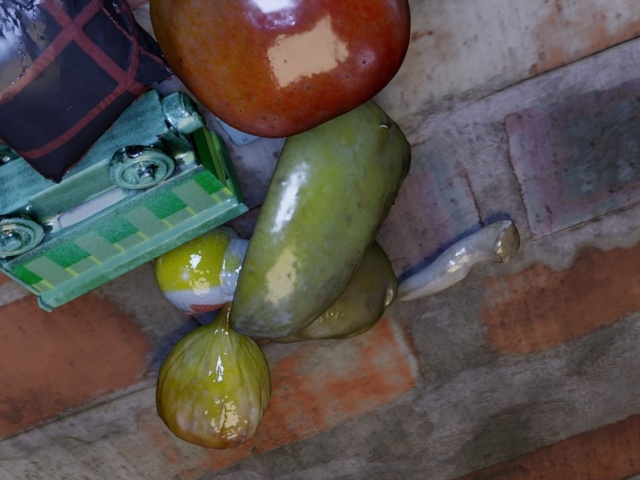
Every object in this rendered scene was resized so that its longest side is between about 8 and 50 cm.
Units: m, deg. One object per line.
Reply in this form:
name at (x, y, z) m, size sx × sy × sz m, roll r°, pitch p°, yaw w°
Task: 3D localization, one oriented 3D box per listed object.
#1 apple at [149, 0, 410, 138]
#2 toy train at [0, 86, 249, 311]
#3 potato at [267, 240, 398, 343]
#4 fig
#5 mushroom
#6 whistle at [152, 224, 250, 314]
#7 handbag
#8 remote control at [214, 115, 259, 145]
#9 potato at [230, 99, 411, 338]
apple at (-0.042, -0.207, 1.163) m, size 0.234 × 0.234 × 0.234 m, roll -12°, pitch 146°, yaw -8°
toy train at (-0.236, -0.053, 1.372) m, size 0.301 × 0.120 × 0.202 m, roll -26°, pitch 149°, yaw 12°
potato at (-0.003, 0.057, 1.623) m, size 0.200 × 0.137 × 0.154 m, roll -4°, pitch 173°, yaw -19°
fig at (-0.131, 0.158, 1.722) m, size 0.159 × 0.159 × 0.257 m, roll -1°, pitch 125°, yaw -23°
mushroom at (0.181, 0.036, 1.748) m, size 0.202 × 0.054 × 0.059 m, roll -30°, pitch 146°, yaw 25°
whistle at (-0.105, 0.039, 1.512) m, size 0.223 × 0.123 × 0.123 m, roll 9°, pitch 151°, yaw 19°
handbag at (-0.249, -0.175, 1.162) m, size 0.169 × 0.155 × 0.215 m, roll -38°, pitch 142°, yaw 4°
remote control at (-0.031, -0.148, 1.407) m, size 0.162 × 0.029 × 0.061 m, roll -24°, pitch 145°, yaw 9°
potato at (0.000, 0.000, 1.393) m, size 0.112 × 0.255 × 0.269 m, roll 20°, pitch 160°, yaw 13°
